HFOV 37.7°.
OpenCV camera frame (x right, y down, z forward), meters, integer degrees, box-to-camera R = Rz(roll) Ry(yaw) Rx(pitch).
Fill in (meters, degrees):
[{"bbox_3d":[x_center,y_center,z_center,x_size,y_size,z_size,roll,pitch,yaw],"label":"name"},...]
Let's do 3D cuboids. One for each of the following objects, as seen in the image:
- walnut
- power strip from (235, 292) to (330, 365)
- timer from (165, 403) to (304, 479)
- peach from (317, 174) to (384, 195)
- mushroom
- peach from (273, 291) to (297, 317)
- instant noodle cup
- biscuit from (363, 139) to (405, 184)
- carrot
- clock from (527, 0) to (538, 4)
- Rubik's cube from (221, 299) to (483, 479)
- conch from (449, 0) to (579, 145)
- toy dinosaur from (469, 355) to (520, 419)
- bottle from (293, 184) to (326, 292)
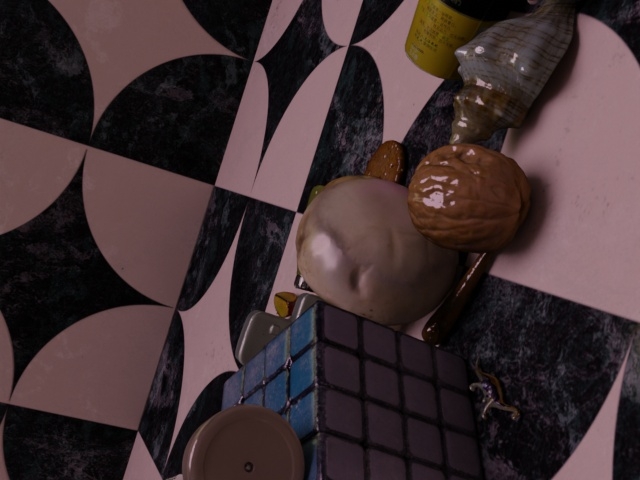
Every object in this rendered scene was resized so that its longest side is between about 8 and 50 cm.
[{"bbox_3d":[0.251,-0.071,1.619,0.213,0.213,0.213,-50,31,45],"label":"walnut"},{"bbox_3d":[-0.038,0.211,2.044,0.059,0.264,0.194,12,83,71],"label":"power strip"},{"bbox_3d":[-0.155,0.343,1.431,0.266,0.175,0.175,-24,52,62],"label":"timer"},{"bbox_3d":[0.081,-0.029,2.017,0.232,0.232,0.233,-50,31,45],"label":"peach"},{"bbox_3d":[0.129,0.037,1.783,0.315,0.356,0.315,-29,38,26],"label":"mushroom"},{"bbox_3d":[-0.087,0.165,2.487,0.077,0.050,0.083,69,153,22],"label":"peach"},{"bbox_3d":[0.279,-0.457,1.884,0.216,0.215,0.236,-98,24,-48],"label":"instant noodle cup"},{"bbox_3d":[0.146,-0.142,2.182,0.188,0.027,0.188,-47,35,48],"label":"biscuit"},{"bbox_3d":[0.257,0.096,1.710,0.254,0.049,0.049,-60,25,25],"label":"carrot"},{"bbox_3d":[0.438,-0.500,1.590,0.195,0.100,0.194,-10,42,34],"label":"clock"},{"bbox_3d":[0.039,0.360,1.597,0.337,0.343,0.345,-44,34,38],"label":"Rubik's cube"},{"bbox_3d":[0.335,-0.321,1.666,0.386,0.169,0.203,-67,29,14],"label":"conch"},{"bbox_3d":[0.277,0.254,1.556,0.058,0.037,0.180,-44,35,8],"label":"toy dinosaur"},{"bbox_3d":[0.000,0.000,2.316,0.112,0.112,0.260,9,83,68],"label":"bottle"}]
